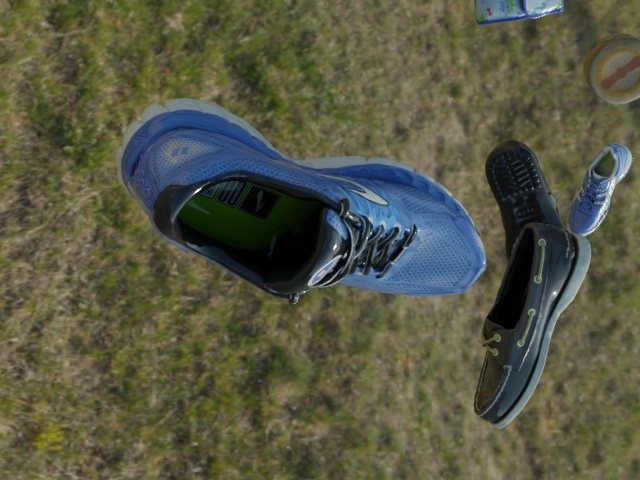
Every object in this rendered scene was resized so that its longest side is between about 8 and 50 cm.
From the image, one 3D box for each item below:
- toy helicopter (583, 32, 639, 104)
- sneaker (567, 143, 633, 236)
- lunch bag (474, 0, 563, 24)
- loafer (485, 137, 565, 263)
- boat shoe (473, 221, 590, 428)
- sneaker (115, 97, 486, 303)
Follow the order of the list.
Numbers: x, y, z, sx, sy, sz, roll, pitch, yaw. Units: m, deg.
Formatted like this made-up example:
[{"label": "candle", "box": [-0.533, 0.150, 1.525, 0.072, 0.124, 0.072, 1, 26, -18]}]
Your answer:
[{"label": "toy helicopter", "box": [0.493, -0.237, 1.011, 0.140, 0.354, 0.235, -91, 174, -61]}, {"label": "sneaker", "box": [0.562, -0.107, 1.756, 0.081, 0.080, 0.211, 9, 106, -54]}, {"label": "lunch bag", "box": [0.336, -0.443, 1.451, 0.096, 0.151, 0.129, -77, 160, -64]}, {"label": "loafer", "box": [0.265, -0.036, 1.067, 0.078, 0.080, 0.220, -69, 144, -54]}, {"label": "boat shoe", "box": [0.208, 0.090, 0.912, 0.068, 0.081, 0.228, 19, 99, -15]}, {"label": "sneaker", "box": [0.000, 0.000, 0.688, 0.329, 0.130, 0.147, 14, 28, -26]}]
